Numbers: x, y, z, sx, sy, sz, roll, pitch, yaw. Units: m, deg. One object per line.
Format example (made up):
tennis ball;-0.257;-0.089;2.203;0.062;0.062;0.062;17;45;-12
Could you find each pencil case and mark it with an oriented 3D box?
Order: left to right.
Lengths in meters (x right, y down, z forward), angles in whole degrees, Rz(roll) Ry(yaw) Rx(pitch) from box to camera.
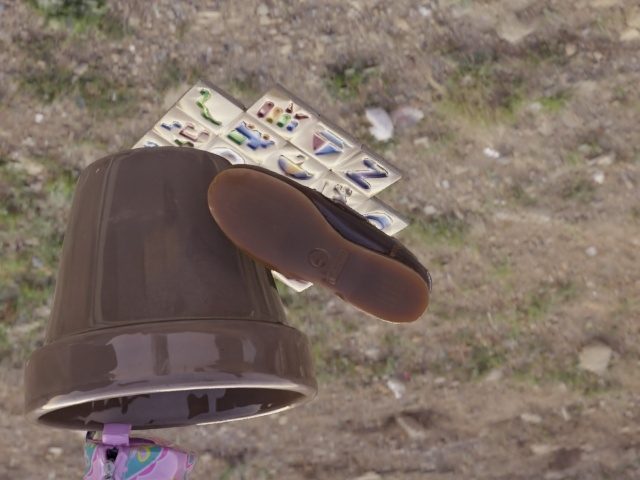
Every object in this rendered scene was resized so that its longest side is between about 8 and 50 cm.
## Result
pencil case;-0.196;0.323;1.050;0.124;0.284;0.124;8;165;2

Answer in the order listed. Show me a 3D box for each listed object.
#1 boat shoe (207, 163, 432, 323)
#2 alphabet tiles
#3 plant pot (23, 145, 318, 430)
boat shoe;0.000;0.000;0.919;0.207;0.073;0.073;34;109;-7
alphabet tiles;-0.074;-0.052;1.249;0.285;0.011;0.342;33;142;-20
plant pot;-0.140;0.045;1.000;0.263;0.229;0.263;-5;163;-2
